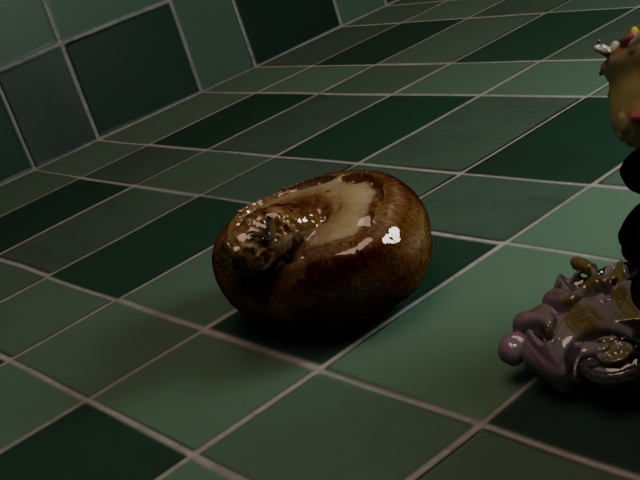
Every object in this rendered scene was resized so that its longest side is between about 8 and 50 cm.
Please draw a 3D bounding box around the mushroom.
[{"bbox_3d":[-0.001,0.015,1.339,0.278,0.163,0.297,-23,20,-38],"label":"mushroom"}]

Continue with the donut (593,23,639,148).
[{"bbox_3d":[0.490,-0.128,1.101,0.371,0.150,0.307,17,-15,-41],"label":"donut"}]

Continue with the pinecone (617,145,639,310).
[{"bbox_3d":[0.382,0.017,0.878,0.242,0.298,0.296,-56,6,20],"label":"pinecone"}]

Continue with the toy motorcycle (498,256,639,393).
[{"bbox_3d":[0.252,0.086,1.066,0.152,0.073,0.225,-12,22,22],"label":"toy motorcycle"}]
